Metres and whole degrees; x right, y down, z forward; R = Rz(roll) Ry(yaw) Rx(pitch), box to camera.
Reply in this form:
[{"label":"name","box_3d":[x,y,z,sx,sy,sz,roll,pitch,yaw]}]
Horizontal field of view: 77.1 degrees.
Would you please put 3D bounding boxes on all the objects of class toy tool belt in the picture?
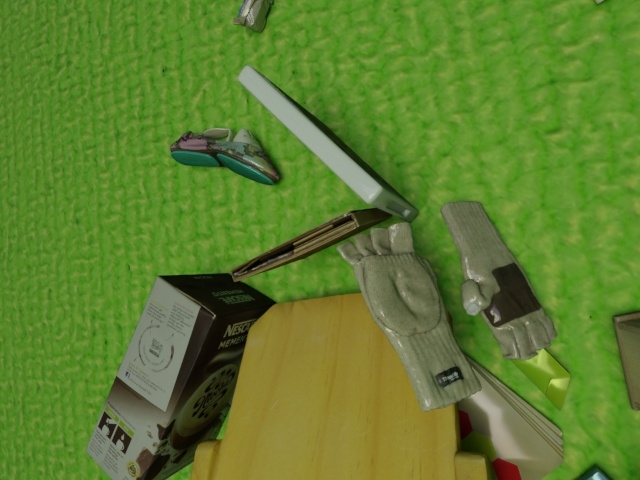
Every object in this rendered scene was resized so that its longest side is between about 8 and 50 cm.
[{"label":"toy tool belt","box_3d":[-0.117,-0.404,0.687,0.051,0.052,0.083,24,96,15]}]

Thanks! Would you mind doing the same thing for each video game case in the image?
[{"label":"video game case","box_3d":[0.022,-0.115,0.522,0.227,0.206,0.026,46,105,19]}]

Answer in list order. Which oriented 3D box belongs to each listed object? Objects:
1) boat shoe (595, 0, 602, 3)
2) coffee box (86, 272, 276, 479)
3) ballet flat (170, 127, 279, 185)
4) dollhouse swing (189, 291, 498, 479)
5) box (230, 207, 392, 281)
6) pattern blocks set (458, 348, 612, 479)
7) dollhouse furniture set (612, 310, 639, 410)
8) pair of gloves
[{"label":"boat shoe","box_3d":[0.377,-0.316,0.476,0.100,0.035,0.035,-22,106,17]},{"label":"coffee box","box_3d":[-0.209,0.207,0.628,0.119,0.168,0.297,28,99,23]},{"label":"ballet flat","box_3d":[-0.159,-0.154,0.685,0.221,0.077,0.079,16,74,24]},{"label":"dollhouse swing","box_3d":[0.055,0.286,0.538,0.347,0.305,0.315,-12,125,25]},{"label":"box","box_3d":[0.000,0.000,0.529,0.164,0.201,0.021,-26,87,21]},{"label":"pattern blocks set","box_3d":[0.191,0.242,0.523,0.285,0.026,0.325,-41,72,18]},{"label":"dollhouse furniture set","box_3d":[0.454,0.114,0.372,0.242,0.161,0.212,-11,89,3]},{"label":"pair of gloves","box_3d":[0.153,0.058,0.461,0.204,0.240,0.042,64,148,19]}]
